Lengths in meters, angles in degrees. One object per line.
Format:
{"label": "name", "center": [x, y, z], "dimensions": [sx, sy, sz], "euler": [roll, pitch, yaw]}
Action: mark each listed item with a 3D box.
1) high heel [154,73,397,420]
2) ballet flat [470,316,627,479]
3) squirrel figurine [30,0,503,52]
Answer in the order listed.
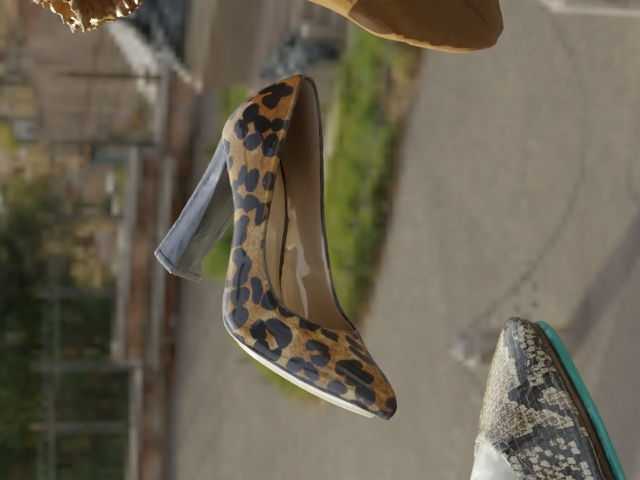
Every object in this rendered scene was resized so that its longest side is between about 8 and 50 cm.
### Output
{"label": "high heel", "center": [0.000, 0.000, 1.393], "dimensions": [0.261, 0.093, 0.186], "euler": [39, 102, 33]}
{"label": "ballet flat", "center": [0.213, 0.289, 1.453], "dimensions": [0.483, 0.182, 0.164], "euler": [60, 169, 19]}
{"label": "squirrel figurine", "center": [-0.079, -0.304, 1.481], "dimensions": [0.370, 0.397, 0.281], "euler": [17, 110, 42]}
